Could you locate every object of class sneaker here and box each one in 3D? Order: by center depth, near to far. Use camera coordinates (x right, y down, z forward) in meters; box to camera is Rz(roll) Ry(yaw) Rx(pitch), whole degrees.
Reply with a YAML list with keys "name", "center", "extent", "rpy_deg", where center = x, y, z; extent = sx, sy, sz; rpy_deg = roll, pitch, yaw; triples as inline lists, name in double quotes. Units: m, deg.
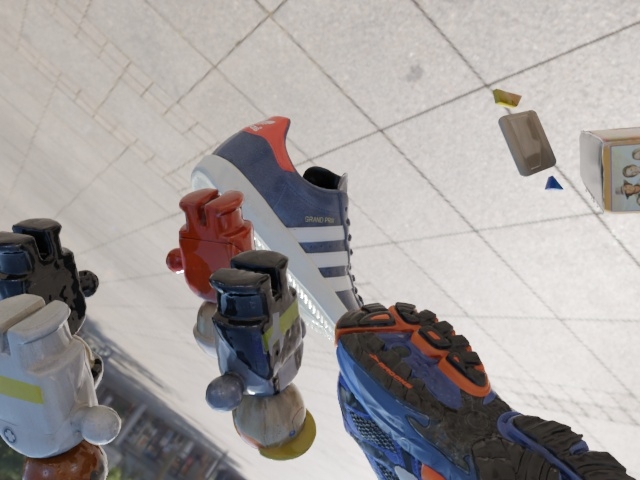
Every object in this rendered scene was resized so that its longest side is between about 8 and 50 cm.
- name: "sneaker"
  center: [0.082, 0.125, 0.333]
  extent: [0.221, 0.083, 0.087]
  rpy_deg: [49, 142, 41]
- name: "sneaker"
  center: [0.000, 0.000, 0.829]
  extent: [0.131, 0.148, 0.350]
  rpy_deg: [17, 149, 51]

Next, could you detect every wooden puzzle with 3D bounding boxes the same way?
- name: "wooden puzzle"
  center: [0.217, -0.103, 0.705]
  extent: [0.014, 0.078, 0.117]
  rpy_deg: [-25, 80, 47]

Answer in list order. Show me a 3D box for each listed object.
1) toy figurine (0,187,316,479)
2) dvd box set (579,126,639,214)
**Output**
- name: "toy figurine"
  center: [-0.119, 0.070, 0.461]
  extent: [0.209, 0.212, 0.148]
  rpy_deg: [-136, 38, -59]
- name: "dvd box set"
  center: [0.443, -0.077, 0.551]
  extent: [0.420, 0.062, 0.307]
  rpy_deg: [-2, -171, 18]
